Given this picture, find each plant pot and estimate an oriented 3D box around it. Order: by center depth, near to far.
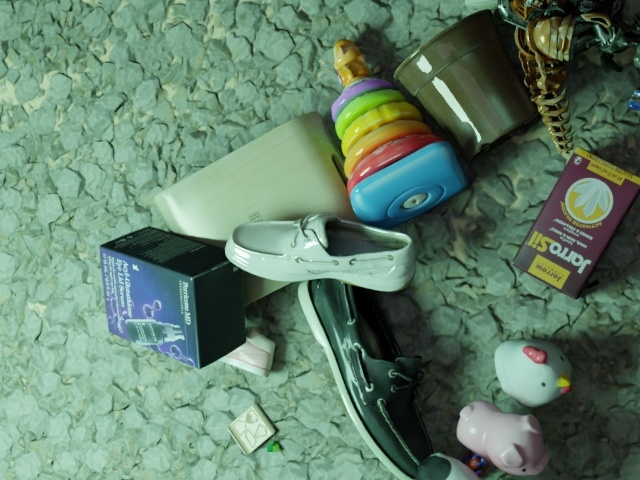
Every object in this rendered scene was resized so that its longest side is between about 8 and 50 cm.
[{"bbox_3d":[0.219,-0.213,1.289,0.167,0.167,0.165,-34,84,12],"label":"plant pot"}]

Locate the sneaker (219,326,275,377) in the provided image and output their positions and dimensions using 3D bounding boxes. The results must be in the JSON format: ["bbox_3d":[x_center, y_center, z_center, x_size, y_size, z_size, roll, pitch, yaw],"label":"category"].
[{"bbox_3d":[-0.132,0.163,1.418,0.134,0.051,0.070,17,83,19],"label":"sneaker"}]

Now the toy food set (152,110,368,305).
[{"bbox_3d":[-0.088,-0.035,1.410,0.306,0.092,0.220,-27,90,14],"label":"toy food set"}]

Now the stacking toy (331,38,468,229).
[{"bbox_3d":[0.080,-0.180,1.341,0.166,0.175,0.302,-28,67,10],"label":"stacking toy"}]

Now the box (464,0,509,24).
[{"bbox_3d":[0.270,-0.463,1.310,0.094,0.113,0.275,1,87,25],"label":"box"}]

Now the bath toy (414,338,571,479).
[{"bbox_3d":[0.234,0.277,1.204,0.151,0.129,0.348,30,74,15],"label":"bath toy"}]

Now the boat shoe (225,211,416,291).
[{"bbox_3d":[0.000,0.000,1.282,0.277,0.096,0.098,5,50,5],"label":"boat shoe"}]

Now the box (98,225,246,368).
[{"bbox_3d":[-0.223,0.082,1.368,0.207,0.108,0.153,14,117,35],"label":"box"}]

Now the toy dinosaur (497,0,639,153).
[{"bbox_3d":[0.335,-0.293,1.223,0.218,0.164,0.322,-5,125,-16],"label":"toy dinosaur"}]

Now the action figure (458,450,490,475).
[{"bbox_3d":[0.232,0.315,1.305,0.115,0.030,0.038,-45,69,14],"label":"action figure"}]

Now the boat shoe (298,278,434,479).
[{"bbox_3d":[0.092,0.181,1.308,0.113,0.127,0.340,-35,67,23],"label":"boat shoe"}]

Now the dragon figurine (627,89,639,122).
[{"bbox_3d":[0.568,-0.214,1.213,0.289,0.085,0.144,3,88,22],"label":"dragon figurine"}]

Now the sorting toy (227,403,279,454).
[{"bbox_3d":[-0.101,0.307,1.414,0.062,0.012,0.083,-40,72,5],"label":"sorting toy"}]

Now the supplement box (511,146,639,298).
[{"bbox_3d":[0.360,-0.022,1.265,0.104,0.081,0.188,30,95,17],"label":"supplement box"}]
